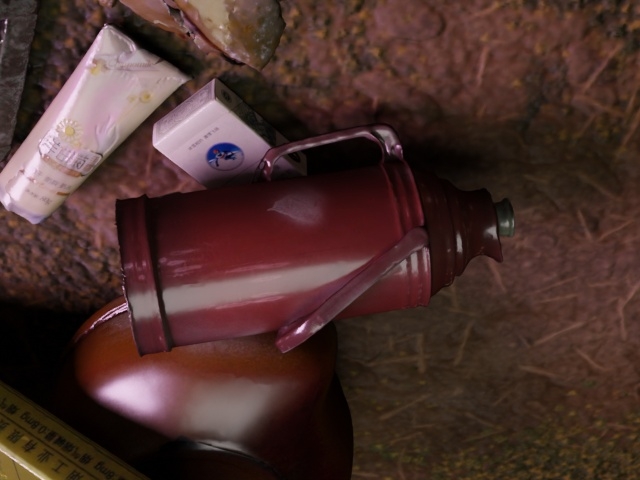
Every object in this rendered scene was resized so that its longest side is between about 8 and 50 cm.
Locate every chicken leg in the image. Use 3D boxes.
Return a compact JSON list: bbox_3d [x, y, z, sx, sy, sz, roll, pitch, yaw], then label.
[{"bbox_3d":[-0.024,-0.146,0.599,0.196,0.080,0.125,9,132,-18],"label":"chicken leg"}]

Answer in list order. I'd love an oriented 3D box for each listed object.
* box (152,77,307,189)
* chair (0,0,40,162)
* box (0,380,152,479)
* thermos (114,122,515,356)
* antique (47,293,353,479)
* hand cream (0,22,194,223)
[{"bbox_3d":[-0.054,-0.055,0.722,0.054,0.024,0.083,-31,128,27],"label":"box"},{"bbox_3d":[-0.307,-0.095,0.617,0.270,0.147,0.136,-27,153,-40],"label":"chair"},{"bbox_3d":[-0.208,0.160,0.787,0.311,0.043,0.173,28,140,23],"label":"box"},{"bbox_3d":[0.000,-0.001,0.700,0.232,0.099,0.124,-10,91,-4],"label":"thermos"},{"bbox_3d":[-0.082,0.140,0.835,0.223,0.129,0.278,19,132,-19],"label":"antique"},{"bbox_3d":[-0.140,-0.064,0.703,0.061,0.039,0.143,31,121,-28],"label":"hand cream"}]
